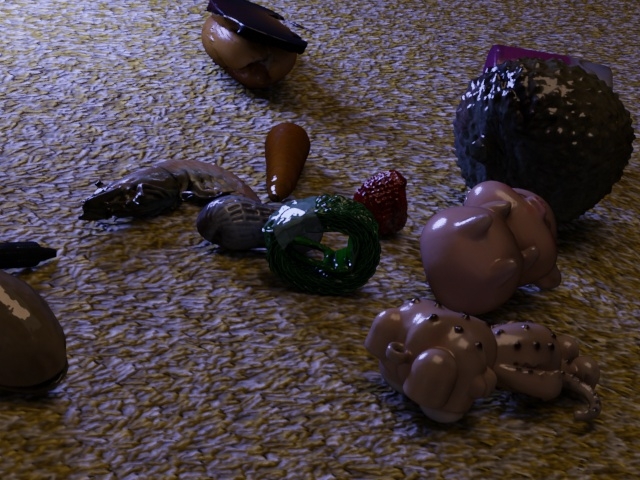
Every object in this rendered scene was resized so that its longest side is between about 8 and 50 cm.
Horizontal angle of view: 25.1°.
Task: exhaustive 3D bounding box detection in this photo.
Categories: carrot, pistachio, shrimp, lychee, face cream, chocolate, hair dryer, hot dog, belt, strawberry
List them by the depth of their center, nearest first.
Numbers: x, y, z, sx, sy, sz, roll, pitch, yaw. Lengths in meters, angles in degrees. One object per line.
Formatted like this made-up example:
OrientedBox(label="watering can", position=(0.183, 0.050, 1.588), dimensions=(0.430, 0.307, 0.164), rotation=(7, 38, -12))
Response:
OrientedBox(label="pistachio", position=(-0.341, 0.091, 1.501), dimensions=(0.185, 0.108, 0.126), rotation=(26, 53, 15))
OrientedBox(label="hair dryer", position=(-0.388, 0.014, 1.648), dimensions=(0.128, 0.070, 0.255), rotation=(-15, -6, 37))
OrientedBox(label="belt", position=(0.000, 0.000, 1.793), dimensions=(0.151, 0.121, 0.079), rotation=(2, 29, -7))
OrientedBox(label="chocolate", position=(-0.078, -0.020, 1.860), dimensions=(0.167, 0.072, 0.072), rotation=(5, 26, -10))
OrientedBox(label="shrimp", position=(-0.191, -0.050, 1.906), dimensions=(0.169, 0.058, 0.296), rotation=(25, 26, 23))
OrientedBox(label="strawberry", position=(0.085, -0.053, 1.968), dimensions=(0.083, 0.096, 0.083), rotation=(25, 22, -11))
OrientedBox(label="carrot", position=(-0.049, -0.107, 2.033), dimensions=(0.069, 0.069, 0.336), rotation=(9, 20, -3))
OrientedBox(label="lychee", position=(0.320, -0.147, 2.056), dimensions=(0.274, 0.255, 0.255), rotation=(-19, 38, -30))
OrientedBox(label="face cream", position=(0.354, -0.215, 2.303), dimensions=(0.194, 0.175, 0.175), rotation=(11, 26, -1))
OrientedBox(label="hot dog", position=(-0.116, -0.331, 2.452), dimensions=(0.194, 0.107, 0.326), rotation=(18, 16, -6))

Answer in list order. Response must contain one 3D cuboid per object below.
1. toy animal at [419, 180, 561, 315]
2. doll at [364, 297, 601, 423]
OrientedBox(label="toy animal", position=(0.216, 0.012, 1.821), dimensions=(0.154, 0.167, 0.250), rotation=(-26, -3, 34))
OrientedBox(label="doll", position=(0.189, 0.138, 1.611), dimensions=(0.278, 0.119, 0.154), rotation=(10, 25, -23))
